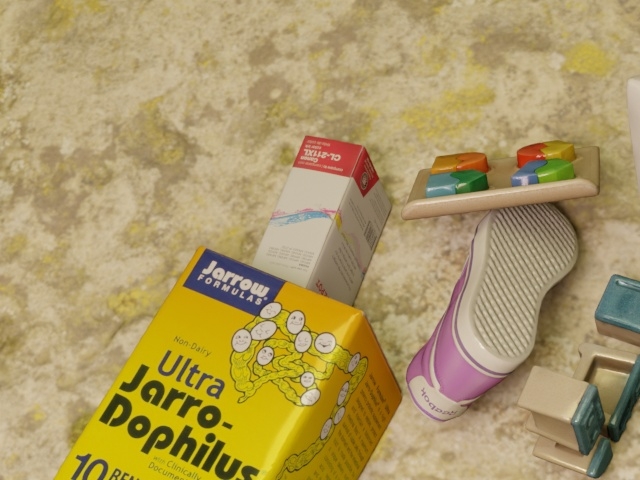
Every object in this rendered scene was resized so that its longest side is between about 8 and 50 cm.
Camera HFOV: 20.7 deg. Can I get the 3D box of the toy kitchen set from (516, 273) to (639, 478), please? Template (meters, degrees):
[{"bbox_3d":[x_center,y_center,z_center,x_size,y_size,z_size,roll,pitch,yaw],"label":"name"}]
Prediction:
[{"bbox_3d":[0.288,0.115,1.650,0.122,0.166,0.207,18,68,23],"label":"toy kitchen set"}]

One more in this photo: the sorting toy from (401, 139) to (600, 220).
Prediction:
[{"bbox_3d":[0.185,-0.066,1.772,0.193,0.208,0.038,-7,101,11],"label":"sorting toy"}]

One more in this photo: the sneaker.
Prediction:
[{"bbox_3d":[0.158,0.068,1.751,0.102,0.161,0.282,36,40,0],"label":"sneaker"}]

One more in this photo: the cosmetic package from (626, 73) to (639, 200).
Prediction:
[{"bbox_3d":[0.519,-0.007,1.461,0.394,0.327,0.329,-21,31,-13],"label":"cosmetic package"}]

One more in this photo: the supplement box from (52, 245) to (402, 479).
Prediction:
[{"bbox_3d":[-0.101,0.221,1.678,0.194,0.195,0.356,21,68,24],"label":"supplement box"}]

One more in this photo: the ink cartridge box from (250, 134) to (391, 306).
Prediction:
[{"bbox_3d":[0.000,0.000,1.814,0.072,0.127,0.175,13,65,22],"label":"ink cartridge box"}]
